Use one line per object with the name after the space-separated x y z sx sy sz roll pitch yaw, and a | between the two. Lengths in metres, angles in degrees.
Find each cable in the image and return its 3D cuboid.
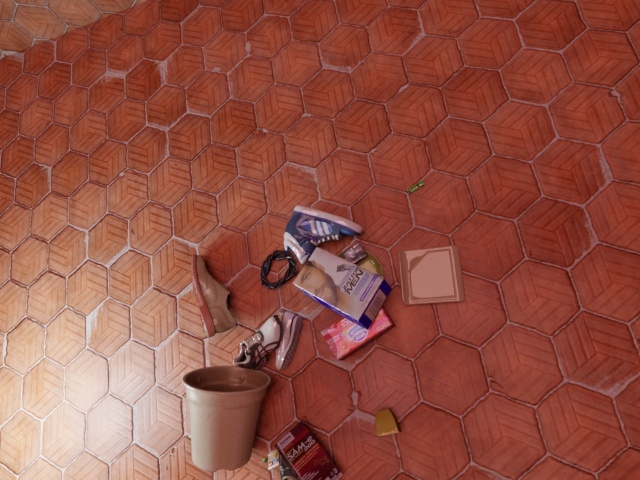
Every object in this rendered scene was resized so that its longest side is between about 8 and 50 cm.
-0.193 0.127 1.776 0.184 0.047 0.151 -38 69 4 | cable

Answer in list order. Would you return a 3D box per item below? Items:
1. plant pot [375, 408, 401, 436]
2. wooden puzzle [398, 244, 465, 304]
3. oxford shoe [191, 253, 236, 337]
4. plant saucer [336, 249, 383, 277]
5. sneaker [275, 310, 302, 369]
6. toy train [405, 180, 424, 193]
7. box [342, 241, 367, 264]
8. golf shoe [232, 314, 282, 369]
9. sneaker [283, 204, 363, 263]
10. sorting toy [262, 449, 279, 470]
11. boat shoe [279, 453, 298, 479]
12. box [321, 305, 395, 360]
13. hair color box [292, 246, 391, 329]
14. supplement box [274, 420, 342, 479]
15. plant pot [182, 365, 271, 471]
0.243 0.667 1.500 0.081 0.081 0.083 -19 61 10 | plant pot
0.434 0.138 1.608 0.238 0.044 0.221 -5 74 9 | wooden puzzle
-0.481 0.230 1.806 0.146 0.140 0.397 -13 65 -21 | oxford shoe
0.141 0.155 1.682 0.240 0.037 0.241 -4 74 15 | plant saucer
-0.148 0.407 1.665 0.094 0.090 0.235 14 85 20 | sneaker
0.400 -0.223 1.722 0.083 0.017 0.024 -32 80 5 | toy train
0.142 0.057 1.678 0.083 0.018 0.067 -32 70 5 | box
-0.244 0.413 1.624 0.105 0.120 0.273 48 115 43 | golf shoe
0.000 0.000 1.726 0.322 0.130 0.237 18 91 14 | sneaker
-0.194 0.857 1.587 0.083 0.012 0.062 -36 39 20 | sorting toy
-0.112 0.885 1.540 0.080 0.073 0.224 -18 71 13 | boat shoe
0.149 0.344 1.584 0.256 0.122 0.128 -34 69 4 | box
0.078 0.175 1.566 0.338 0.110 0.185 23 74 39 | hair color box
-0.047 0.816 1.515 0.130 0.073 0.239 -33 66 -27 | supplement box
-0.367 0.677 1.559 0.333 0.334 0.306 4 88 16 | plant pot
